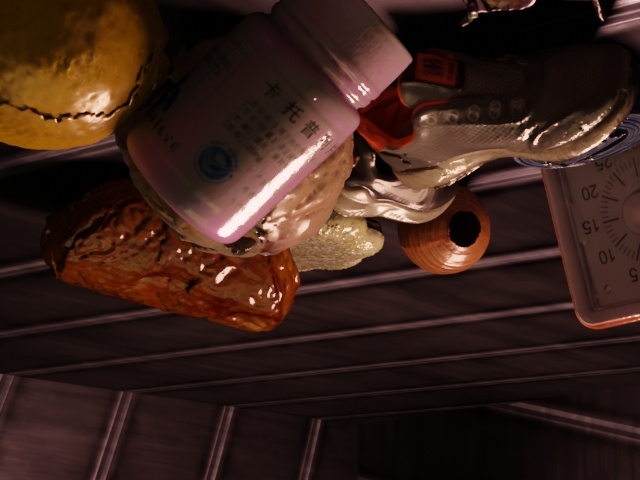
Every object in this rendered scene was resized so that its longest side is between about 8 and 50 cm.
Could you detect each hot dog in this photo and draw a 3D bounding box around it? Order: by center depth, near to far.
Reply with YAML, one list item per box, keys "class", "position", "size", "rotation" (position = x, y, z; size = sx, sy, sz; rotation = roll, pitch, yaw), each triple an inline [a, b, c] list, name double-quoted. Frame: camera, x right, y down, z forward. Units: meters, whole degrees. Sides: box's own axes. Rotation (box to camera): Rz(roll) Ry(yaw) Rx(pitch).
- class: "hot dog"
  position: [-0.221, 0.015, 1.602]
  size: [0.387, 0.174, 0.267]
  rotation: [17, 155, -18]

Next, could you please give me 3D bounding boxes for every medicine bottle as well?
- class: "medicine bottle"
  position: [-0.047, -0.129, 1.005]
  size: [0.254, 0.152, 0.152]
  rotation: [-43, 150, 8]

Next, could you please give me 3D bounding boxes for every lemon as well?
- class: "lemon"
  position: [-0.251, -0.181, 0.938]
  size: [0.260, 0.204, 0.204]
  rotation: [18, 155, -34]

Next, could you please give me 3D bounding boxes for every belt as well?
- class: "belt"
  position: [0.304, -0.141, 1.242]
  size: [0.141, 0.082, 0.190]
  rotation: [3, 164, -27]

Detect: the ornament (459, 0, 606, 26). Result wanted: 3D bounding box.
- class: "ornament"
  position: [0.156, -0.232, 0.960]
  size: [0.203, 0.081, 0.088]
  rotation: [-6, 161, 20]

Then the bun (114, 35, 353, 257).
- class: "bun"
  position: [-0.087, -0.087, 1.215]
  size: [0.281, 0.205, 0.281]
  rotation: [-1, 163, 0]

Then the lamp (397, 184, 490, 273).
- class: "lamp"
  position: [0.177, -0.018, 1.541]
  size: [0.136, 0.136, 0.136]
  rotation: [0, 162, 0]

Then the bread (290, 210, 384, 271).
- class: "bread"
  position: [0.000, 0.000, 1.732]
  size: [0.207, 0.056, 0.286]
  rotation: [0, 163, 5]

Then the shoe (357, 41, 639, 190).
- class: "shoe"
  position: [0.165, -0.160, 1.147]
  size: [0.171, 0.132, 0.336]
  rotation: [27, 152, -37]

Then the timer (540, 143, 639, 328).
- class: "timer"
  position: [0.420, -0.029, 1.312]
  size: [0.161, 0.250, 0.257]
  rotation: [14, 158, -37]

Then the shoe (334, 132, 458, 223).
- class: "shoe"
  position: [0.103, -0.091, 1.385]
  size: [0.227, 0.099, 0.112]
  rotation: [-3, 144, -33]
